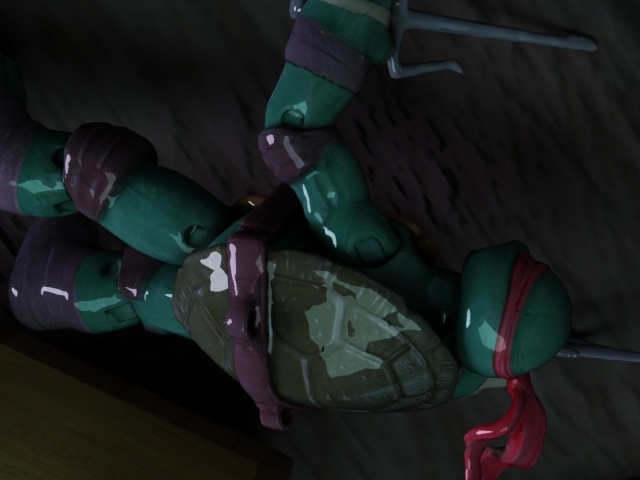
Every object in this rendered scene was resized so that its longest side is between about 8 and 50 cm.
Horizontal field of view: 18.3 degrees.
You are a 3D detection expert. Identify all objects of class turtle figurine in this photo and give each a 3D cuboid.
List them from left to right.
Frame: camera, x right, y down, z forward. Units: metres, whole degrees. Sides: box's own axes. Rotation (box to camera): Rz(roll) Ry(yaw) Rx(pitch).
[{"bbox_3d":[0.000,0.000,0.622,0.234,0.118,0.175,8,129,21],"label":"turtle figurine"}]

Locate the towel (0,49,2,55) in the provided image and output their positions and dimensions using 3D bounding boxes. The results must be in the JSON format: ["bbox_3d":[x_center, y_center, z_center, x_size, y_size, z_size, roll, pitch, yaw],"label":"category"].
[{"bbox_3d":[-0.319,-0.105,0.585,0.320,0.090,0.374,-1,155,25],"label":"towel"}]

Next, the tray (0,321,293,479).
[{"bbox_3d":[-0.179,0.176,0.814,0.202,0.076,0.411,25,137,-5],"label":"tray"}]
